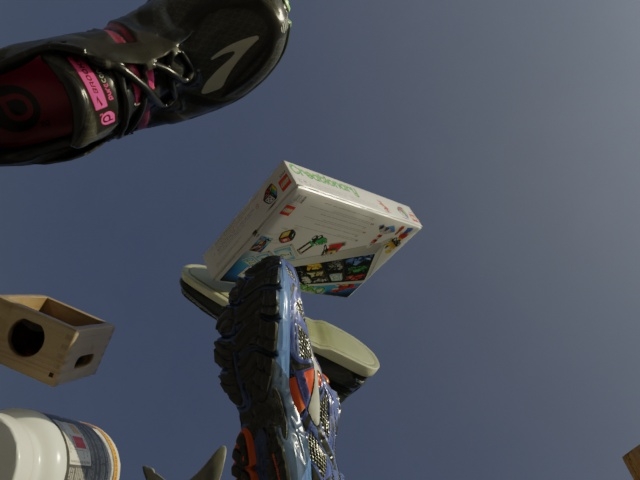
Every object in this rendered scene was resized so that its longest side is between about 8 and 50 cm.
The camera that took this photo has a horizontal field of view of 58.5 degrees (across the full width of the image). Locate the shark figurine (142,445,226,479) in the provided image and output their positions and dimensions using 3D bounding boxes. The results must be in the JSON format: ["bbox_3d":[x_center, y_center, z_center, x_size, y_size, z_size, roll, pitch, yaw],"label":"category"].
[{"bbox_3d":[-0.060,0.329,0.589,0.116,0.278,0.166,-31,-139,41],"label":"shark figurine"}]

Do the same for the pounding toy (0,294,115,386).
[{"bbox_3d":[-0.430,0.126,0.796,0.206,0.181,0.094,22,-94,5],"label":"pounding toy"}]

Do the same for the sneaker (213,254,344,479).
[{"bbox_3d":[-0.030,0.122,0.476,0.083,0.087,0.221,-14,-103,40],"label":"sneaker"}]

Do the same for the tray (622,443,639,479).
[{"bbox_3d":[0.557,0.446,0.681,0.203,0.411,0.076,17,-53,-22],"label":"tray"}]

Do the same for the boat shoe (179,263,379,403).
[{"bbox_3d":[-0.078,0.155,0.888,0.340,0.127,0.113,28,-76,-17],"label":"boat shoe"}]

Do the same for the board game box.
[{"bbox_3d":[0.000,0.000,0.866,0.193,0.305,0.053,-46,-125,24],"label":"board game box"}]

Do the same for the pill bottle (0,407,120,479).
[{"bbox_3d":[-0.400,0.316,0.779,0.162,0.278,0.162,-1,-115,3],"label":"pill bottle"}]

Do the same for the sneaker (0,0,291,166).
[{"bbox_3d":[-0.251,-0.193,0.724,0.483,0.202,0.185,-24,-56,-6],"label":"sneaker"}]
